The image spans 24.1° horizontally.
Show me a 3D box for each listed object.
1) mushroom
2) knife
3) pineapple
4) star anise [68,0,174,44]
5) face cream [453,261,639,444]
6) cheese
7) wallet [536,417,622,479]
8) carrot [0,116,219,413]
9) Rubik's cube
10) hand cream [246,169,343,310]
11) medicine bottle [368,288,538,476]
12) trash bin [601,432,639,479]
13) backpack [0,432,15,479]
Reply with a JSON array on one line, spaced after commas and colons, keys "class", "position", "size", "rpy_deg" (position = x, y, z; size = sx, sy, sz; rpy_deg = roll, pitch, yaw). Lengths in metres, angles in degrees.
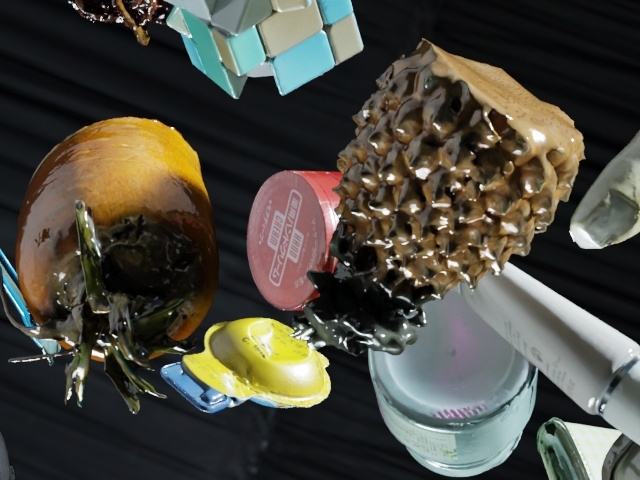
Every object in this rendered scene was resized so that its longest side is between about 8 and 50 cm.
[{"class": "mushroom", "position": [0.284, -0.074, 1.280], "size": [0.209, 0.071, 0.084], "rpy_deg": [-53, 126, -26]}, {"class": "knife", "position": [-0.486, 0.097, 2.436], "size": [0.044, 0.026, 0.296], "rpy_deg": [-53, 140, -28]}, {"class": "pineapple", "position": [0.084, -0.006, 1.461], "size": [0.357, 0.223, 0.223], "rpy_deg": [-56, -179, 20]}, {"class": "star anise", "position": [-0.274, -0.353, 2.201], "size": [0.220, 0.190, 0.126], "rpy_deg": [-15, 120, -42]}, {"class": "face cream", "position": [0.248, 0.102, 1.621], "size": [0.089, 0.314, 0.143], "rpy_deg": [-46, 153, -16]}, {"class": "cheese", "position": [-0.087, 0.157, 1.855], "size": [0.270, 0.177, 0.069], "rpy_deg": [-11, 133, -55]}, {"class": "wallet", "position": [0.474, 0.368, 2.187], "size": [0.077, 0.309, 0.223], "rpy_deg": [-54, -140, 34]}, {"class": "carrot", "position": [-0.199, 0.011, 1.437], "size": [0.331, 0.214, 0.193], "rpy_deg": [-112, -149, -59]}, {"class": "Rubik's cube", "position": [-0.083, -0.325, 1.915], "size": [0.224, 0.265, 0.213], "rpy_deg": [-32, 129, -15]}, {"class": "hand cream", "position": [0.000, 0.000, 2.014], "size": [0.125, 0.193, 0.193], "rpy_deg": [-2, 124, -36]}, {"class": "medicine bottle", "position": [0.205, 0.219, 2.238], "size": [0.290, 0.245, 0.245], "rpy_deg": [73, 36, -61]}, {"class": "trash bin", "position": [0.504, 0.314, 1.771], "size": [0.219, 0.220, 0.250], "rpy_deg": [-49, -148, 5]}, {"class": "backpack", "position": [-0.489, 0.353, 1.763], "size": [0.446, 0.255, 0.363], "rpy_deg": [113, -13, -50]}]
